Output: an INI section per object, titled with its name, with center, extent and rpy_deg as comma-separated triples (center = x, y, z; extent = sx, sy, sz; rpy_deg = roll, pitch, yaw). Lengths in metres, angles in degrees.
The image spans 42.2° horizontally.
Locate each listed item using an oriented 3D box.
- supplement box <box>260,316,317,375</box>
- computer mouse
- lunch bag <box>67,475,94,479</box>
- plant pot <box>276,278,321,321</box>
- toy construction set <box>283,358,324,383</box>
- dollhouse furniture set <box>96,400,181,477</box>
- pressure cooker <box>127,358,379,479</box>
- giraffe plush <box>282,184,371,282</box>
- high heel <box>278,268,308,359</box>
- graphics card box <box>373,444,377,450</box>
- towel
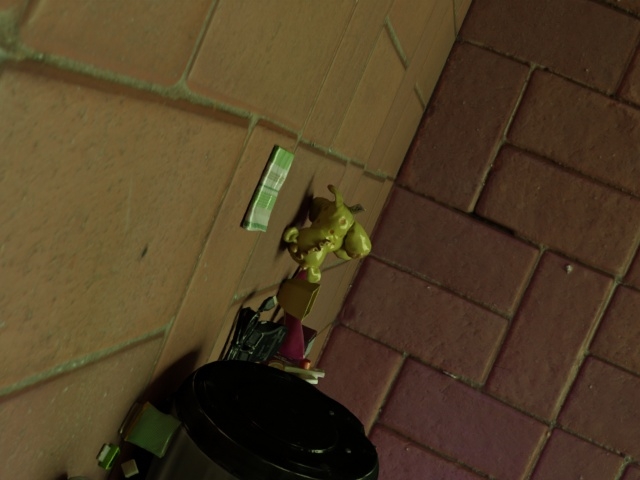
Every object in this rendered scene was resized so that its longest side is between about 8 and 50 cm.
[supplement box]
center = -0.095, 0.313, 2.209
extent = 0.081, 0.104, 0.188
rpy_deg = -38, 150, -72
[computer mouse]
center = -0.136, 0.187, 1.782
extent = 0.184, 0.060, 0.262
rpy_deg = -64, 161, 16
[lunch bag]
center = -0.241, 0.429, 1.068
extent = 0.108, 0.279, 0.224
rpy_deg = -57, 157, -49
[plant pot]
center = -0.058, 0.135, 2.018
extent = 0.081, 0.083, 0.081
rpy_deg = -68, 170, 15
[toy construction set]
center = -0.109, 0.443, 2.033
extent = 0.151, 0.215, 0.328
rpy_deg = 51, 53, -80
[dollhouse furniture set]
center = -0.272, 0.305, 1.198
extent = 0.152, 0.076, 0.059
rpy_deg = -62, 169, -22
[pressure cooker]
center = -0.139, 0.460, 1.382
extent = 0.375, 0.369, 0.421
rpy_deg = 46, -65, 54
[giraffe plush]
center = 0.000, 0.000, 1.829
extent = 0.170, 0.181, 0.210
rpy_deg = -39, 173, -21
[high heel]
center = -0.047, 0.181, 2.097
extent = 0.082, 0.117, 0.244
rpy_deg = 99, 17, -59
[graphics card box]
center = -0.089, 0.451, 1.724
extent = 0.233, 0.370, 0.094
rpy_deg = -56, 170, -44
[towel]
center = -0.087, -0.087, 1.438
extent = 0.113, 0.023, 0.152
rpy_deg = -1, 115, -81
